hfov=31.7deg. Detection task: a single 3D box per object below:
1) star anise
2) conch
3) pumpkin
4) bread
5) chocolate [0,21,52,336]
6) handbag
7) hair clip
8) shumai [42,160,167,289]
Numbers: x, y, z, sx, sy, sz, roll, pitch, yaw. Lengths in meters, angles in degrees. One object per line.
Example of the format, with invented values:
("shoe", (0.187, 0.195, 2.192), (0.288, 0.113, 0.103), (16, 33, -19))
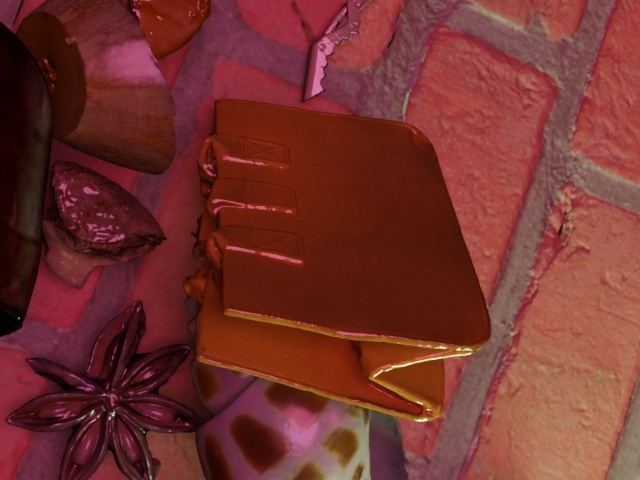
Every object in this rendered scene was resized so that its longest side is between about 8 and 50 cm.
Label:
("star anise", (-0.226, 0.189, 1.243), (0.212, 0.073, 0.197), (-28, 93, -15))
("conch", (-0.026, 0.198, 1.229), (0.249, 0.197, 0.368), (-42, 128, -52))
("pumpkin", (-0.246, -0.159, 1.171), (0.110, 0.217, 0.217), (-21, 94, -28))
("bread", (-0.191, -0.320, 1.242), (0.147, 0.160, 0.260), (-20, 90, -26))
("chocolate", (-0.437, -0.090, 1.057), (0.384, 0.383, 0.331), (5, 76, -18))
("handbag", (0.000, 0.000, 1.190), (0.283, 0.401, 0.133), (15, 125, -16))
("hair clip", (0.029, -0.267, 1.368), (0.072, 0.034, 0.226), (38, 78, -9))
("shumai", (-0.251, -0.007, 1.226), (0.145, 0.145, 0.116), (38, 95, -12))
